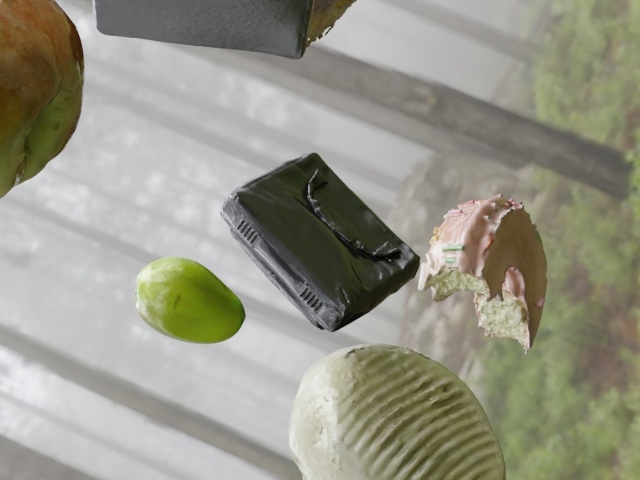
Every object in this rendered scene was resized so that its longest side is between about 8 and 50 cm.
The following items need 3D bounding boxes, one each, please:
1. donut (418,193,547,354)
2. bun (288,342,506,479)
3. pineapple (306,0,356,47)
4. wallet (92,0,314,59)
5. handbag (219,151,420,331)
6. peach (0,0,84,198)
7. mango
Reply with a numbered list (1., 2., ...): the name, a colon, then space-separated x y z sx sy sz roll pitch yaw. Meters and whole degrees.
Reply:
1. donut: 0.146 0.017 1.235 0.166 0.065 0.117 48 -127 -51
2. bun: 0.111 0.336 2.226 0.234 0.362 0.326 -51 10 37
3. pineapple: -0.074 -0.432 1.936 0.262 0.271 0.262 -46 -16 -17
4. wallet: -0.131 -0.255 1.516 0.149 0.250 0.044 98 178 -62
5. handbag: 0.000 0.000 2.199 0.244 0.275 0.088 -33 -18 -46
6. peach: -0.332 -0.145 1.249 0.214 0.235 0.214 23 -90 -82
7. mango: -0.186 0.090 1.982 0.117 0.163 0.089 -35 31 18
